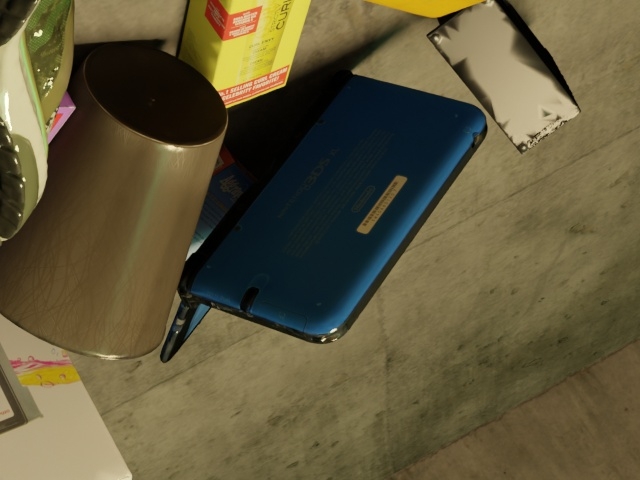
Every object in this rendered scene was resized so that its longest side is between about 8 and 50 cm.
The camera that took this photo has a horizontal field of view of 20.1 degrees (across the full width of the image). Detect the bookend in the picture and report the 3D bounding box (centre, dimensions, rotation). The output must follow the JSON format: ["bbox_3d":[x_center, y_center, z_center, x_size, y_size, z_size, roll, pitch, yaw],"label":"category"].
[{"bbox_3d":[0.167,-0.188,1.752,0.072,0.156,0.157,-36,115,13],"label":"bookend"}]

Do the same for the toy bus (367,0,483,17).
[{"bbox_3d":[0.046,-0.251,1.332,0.108,0.130,0.332,-16,165,40],"label":"toy bus"}]

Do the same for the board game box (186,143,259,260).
[{"bbox_3d":[-0.112,-0.010,1.863,0.145,0.027,0.281,-31,159,5],"label":"board game box"}]

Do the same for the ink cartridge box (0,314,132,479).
[{"bbox_3d":[-0.325,0.179,1.657,0.197,0.270,0.198,-22,158,-22],"label":"ink cartridge box"}]

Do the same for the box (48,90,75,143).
[{"bbox_3d":[-0.352,-0.033,1.441,0.201,0.057,0.293,-5,146,-48],"label":"box"}]

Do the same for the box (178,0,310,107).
[{"bbox_3d":[-0.057,-0.199,1.470,0.087,0.058,0.232,-22,158,-24],"label":"box"}]

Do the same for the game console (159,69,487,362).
[{"bbox_3d":[0.000,0.000,1.698,0.293,0.250,0.173,-54,145,-28],"label":"game console"}]

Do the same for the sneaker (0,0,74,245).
[{"bbox_3d":[-0.222,-0.194,1.210,0.410,0.158,0.182,108,4,-45],"label":"sneaker"}]

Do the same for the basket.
[{"bbox_3d":[-0.181,-0.041,1.518,0.227,0.204,0.154,-60,179,35],"label":"basket"}]
